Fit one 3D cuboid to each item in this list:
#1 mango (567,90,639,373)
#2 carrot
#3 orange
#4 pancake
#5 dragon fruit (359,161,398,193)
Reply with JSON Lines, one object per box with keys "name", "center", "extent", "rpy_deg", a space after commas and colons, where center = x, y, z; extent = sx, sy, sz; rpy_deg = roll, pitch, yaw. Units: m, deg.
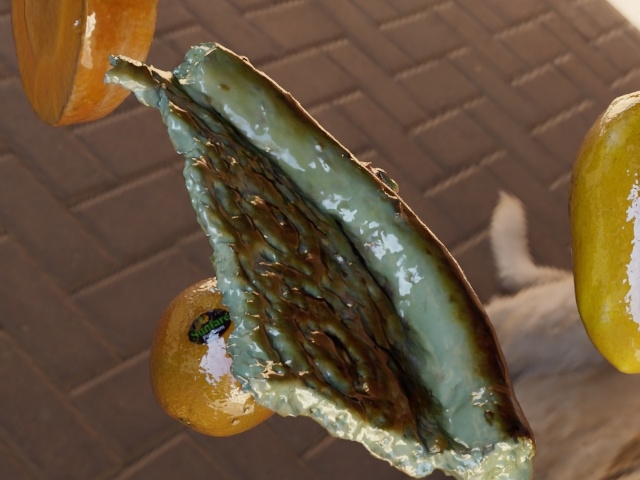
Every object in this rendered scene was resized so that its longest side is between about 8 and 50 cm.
{"name": "mango", "center": [0.243, -0.009, 1.000], "extent": [0.141, 0.102, 0.217], "rpy_deg": [29, 71, -26]}
{"name": "carrot", "center": [-0.274, -0.266, 1.548], "extent": [0.100, 0.307, 0.258], "rpy_deg": [-4, 43, -33]}
{"name": "orange", "center": [-0.119, 0.145, 1.771], "extent": [0.206, 0.206, 0.206], "rpy_deg": [26, 37, -22]}
{"name": "pancake", "center": [0.004, 0.002, 1.042], "extent": [0.305, 0.067, 0.426], "rpy_deg": [18, 37, -47]}
{"name": "dragon fruit", "center": [0.058, -0.052, 1.747], "extent": [0.116, 0.081, 0.086], "rpy_deg": [34, 0, -37]}
